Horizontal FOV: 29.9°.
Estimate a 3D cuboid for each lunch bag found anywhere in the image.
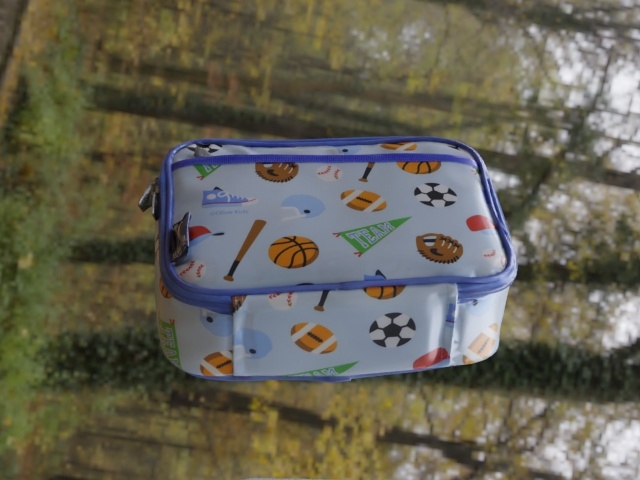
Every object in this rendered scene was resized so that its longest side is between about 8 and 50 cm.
[{"bbox_3d":[0.000,0.000,1.005,0.243,0.303,0.115,-96,-172,-50],"label":"lunch bag"}]

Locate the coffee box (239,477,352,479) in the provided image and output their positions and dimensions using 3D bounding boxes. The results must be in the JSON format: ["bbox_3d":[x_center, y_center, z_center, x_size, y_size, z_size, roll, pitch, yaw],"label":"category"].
[{"bbox_3d":[0.110,0.317,0.439,0.337,0.334,0.338,-89,-178,-74],"label":"coffee box"}]
